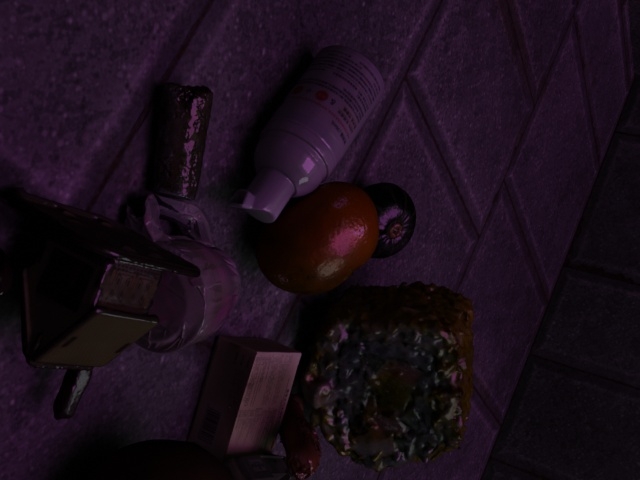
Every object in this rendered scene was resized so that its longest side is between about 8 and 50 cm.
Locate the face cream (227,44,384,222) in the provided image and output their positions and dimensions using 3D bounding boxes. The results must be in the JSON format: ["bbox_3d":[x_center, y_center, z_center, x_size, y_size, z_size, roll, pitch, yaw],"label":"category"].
[{"bbox_3d":[-0.033,-0.166,1.423,0.369,0.145,0.145,-57,146,-25],"label":"face cream"}]

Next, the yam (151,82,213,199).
[{"bbox_3d":[-0.208,-0.144,1.212,0.078,0.078,0.179,-9,115,-57],"label":"yam"}]

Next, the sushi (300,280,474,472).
[{"bbox_3d":[0.146,0.286,1.736,0.240,0.351,0.396,-58,148,-63],"label":"sushi"}]

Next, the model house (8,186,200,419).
[{"bbox_3d":[-0.322,0.108,1.043,0.218,0.205,0.278,23,91,-59],"label":"model house"}]

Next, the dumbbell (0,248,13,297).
[{"bbox_3d":[-0.419,-0.032,0.866,0.140,0.124,0.225,-37,134,-46],"label":"dumbbell"}]

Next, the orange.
[{"bbox_3d":[0.000,0.000,1.475,0.240,0.240,0.171,-39,99,-44],"label":"orange"}]

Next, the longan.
[{"bbox_3d":[-0.244,0.460,1.217,0.319,0.319,0.319,-32,130,-49],"label":"longan"}]

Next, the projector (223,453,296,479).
[{"bbox_3d":[-0.152,0.478,1.501,0.193,0.088,0.269,-38,156,7],"label":"projector"}]

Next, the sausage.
[{"bbox_3d":[-0.049,0.370,1.588,0.304,0.078,0.078,-132,-129,-75],"label":"sausage"}]

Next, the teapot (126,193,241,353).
[{"bbox_3d":[-0.223,0.053,1.243,0.163,0.221,0.178,-41,169,21],"label":"teapot"}]

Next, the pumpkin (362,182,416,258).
[{"bbox_3d":[0.127,-0.044,1.754,0.167,0.125,0.167,-18,133,-20],"label":"pumpkin"}]

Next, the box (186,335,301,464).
[{"bbox_3d":[-0.137,0.291,1.509,0.168,0.095,0.212,16,91,-58],"label":"box"}]
